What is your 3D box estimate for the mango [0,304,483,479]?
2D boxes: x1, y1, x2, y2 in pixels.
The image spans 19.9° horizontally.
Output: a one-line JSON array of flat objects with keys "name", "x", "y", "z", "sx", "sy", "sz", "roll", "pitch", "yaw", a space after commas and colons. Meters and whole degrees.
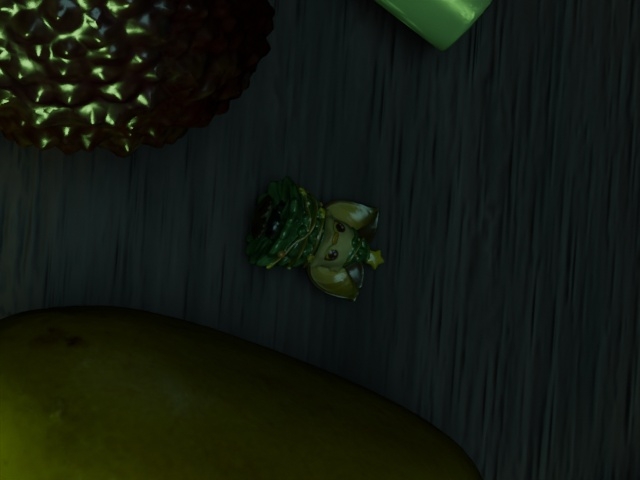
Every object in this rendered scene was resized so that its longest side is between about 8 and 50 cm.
[{"name": "mango", "x": -0.081, "y": 0.183, "z": 1.295, "sx": 0.445, "sy": 0.300, "sz": 0.232, "roll": 11, "pitch": 108, "yaw": -23}]

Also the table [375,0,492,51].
[{"name": "table", "x": 0.045, "y": -0.260, "z": 1.396, "sx": 0.220, "sy": 0.126, "sz": 0.126, "roll": 37, "pitch": 84, "yaw": -8}]

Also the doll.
[{"name": "doll", "x": -0.009, "y": -0.001, "z": 1.427, "sx": 0.113, "sy": 0.076, "sz": 0.078, "roll": 24, "pitch": 75, "yaw": -41}]

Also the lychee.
[{"name": "lychee", "x": -0.173, "y": -0.207, "z": 1.278, "sx": 0.330, "sy": 0.306, "sz": 0.306, "roll": -2, "pitch": 89, "yaw": 16}]
